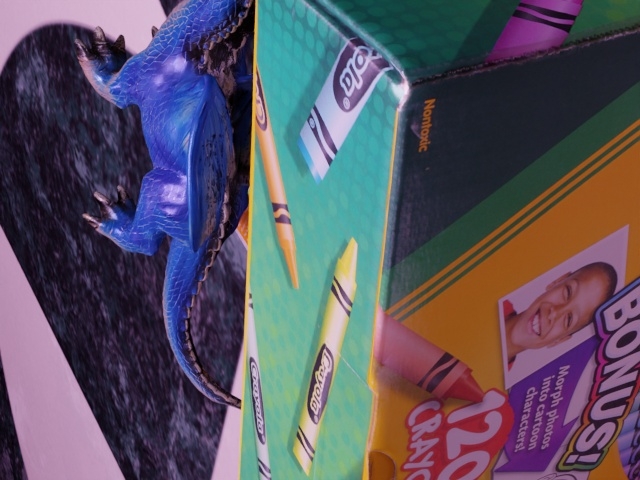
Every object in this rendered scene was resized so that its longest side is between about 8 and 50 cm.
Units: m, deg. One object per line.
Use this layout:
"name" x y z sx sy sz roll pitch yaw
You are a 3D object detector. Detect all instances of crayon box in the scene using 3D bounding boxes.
"crayon box" 0.063 0.029 0.463 0.081 0.165 0.278 48 145 42

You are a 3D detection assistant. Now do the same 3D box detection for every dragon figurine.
"dragon figurine" -0.049 -0.041 0.684 0.144 0.085 0.289 6 101 52

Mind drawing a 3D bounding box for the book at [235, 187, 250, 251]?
"book" 0.000 0.000 0.727 0.144 0.035 0.096 60 147 25
